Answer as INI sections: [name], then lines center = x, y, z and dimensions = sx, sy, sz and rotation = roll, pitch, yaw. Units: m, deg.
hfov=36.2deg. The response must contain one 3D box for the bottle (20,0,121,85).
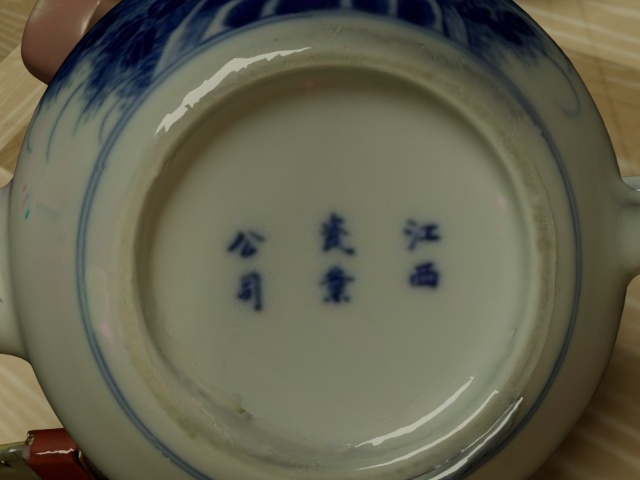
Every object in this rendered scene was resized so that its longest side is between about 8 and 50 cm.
[bottle]
center = -0.066, -0.198, 0.599
dimensions = 0.296, 0.173, 0.206
rotation = -59, 11, 0

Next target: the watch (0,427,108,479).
[watch]
center = -0.132, 0.165, 0.463
dimensions = 0.268, 0.102, 0.165
rotation = -25, 47, -7

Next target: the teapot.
[teapot]
center = 0.000, 0.000, 0.442
dimensions = 0.424, 0.280, 0.252
rotation = -6, 94, -2
